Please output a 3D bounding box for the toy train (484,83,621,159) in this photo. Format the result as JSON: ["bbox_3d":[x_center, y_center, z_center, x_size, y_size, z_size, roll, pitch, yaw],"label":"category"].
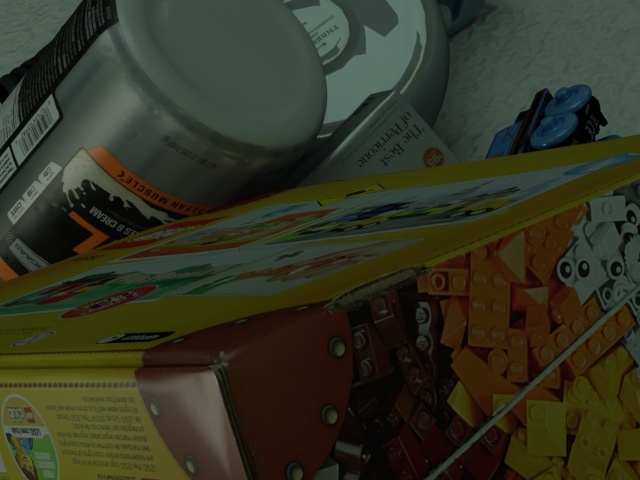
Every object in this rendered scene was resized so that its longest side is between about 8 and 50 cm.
[{"bbox_3d":[0.172,-0.054,1.299,0.105,0.080,0.184,-22,25,33],"label":"toy train"}]

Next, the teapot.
[{"bbox_3d":[-0.011,-0.129,1.422,0.256,0.187,0.252,1,65,2],"label":"teapot"}]

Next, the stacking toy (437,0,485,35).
[{"bbox_3d":[0.026,-0.259,1.494,0.279,0.309,0.130,-41,49,-5],"label":"stacking toy"}]

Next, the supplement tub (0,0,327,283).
[{"bbox_3d":[-0.154,-0.058,1.251,0.316,0.193,0.193,-43,18,39],"label":"supplement tub"}]

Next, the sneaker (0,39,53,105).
[{"bbox_3d":[-0.204,-0.136,1.597,0.147,0.104,0.295,-43,35,-26],"label":"sneaker"}]

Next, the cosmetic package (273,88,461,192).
[{"bbox_3d":[0.000,0.000,1.256,0.239,0.099,0.060,-46,15,-13],"label":"cosmetic package"}]

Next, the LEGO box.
[{"bbox_3d":[-0.015,0.092,0.884,0.372,0.193,0.500,-21,8,-35],"label":"LEGO box"}]
